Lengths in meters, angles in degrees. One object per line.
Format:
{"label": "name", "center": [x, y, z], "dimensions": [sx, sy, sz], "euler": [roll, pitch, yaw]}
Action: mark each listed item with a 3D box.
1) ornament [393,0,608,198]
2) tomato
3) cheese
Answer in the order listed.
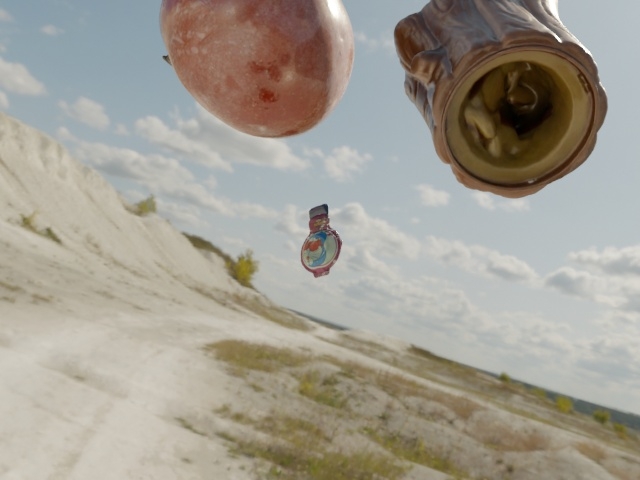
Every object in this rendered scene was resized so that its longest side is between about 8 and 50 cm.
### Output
{"label": "ornament", "center": [0.196, -0.177, 0.708], "dimensions": [0.221, 0.235, 0.217], "euler": [25, 29, -14]}
{"label": "tomato", "center": [-0.075, -0.270, 0.834], "dimensions": [0.270, 0.227, 0.270], "euler": [39, 25, -23]}
{"label": "cheese", "center": [0.000, 0.000, 1.182], "dimensions": [0.095, 0.145, 0.038], "euler": [-17, -27, 29]}
